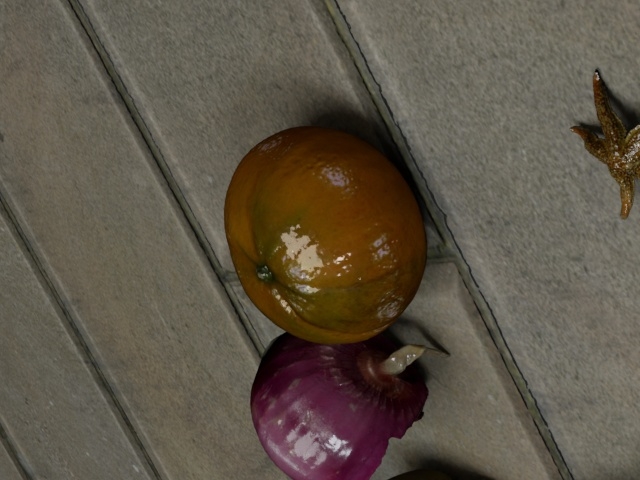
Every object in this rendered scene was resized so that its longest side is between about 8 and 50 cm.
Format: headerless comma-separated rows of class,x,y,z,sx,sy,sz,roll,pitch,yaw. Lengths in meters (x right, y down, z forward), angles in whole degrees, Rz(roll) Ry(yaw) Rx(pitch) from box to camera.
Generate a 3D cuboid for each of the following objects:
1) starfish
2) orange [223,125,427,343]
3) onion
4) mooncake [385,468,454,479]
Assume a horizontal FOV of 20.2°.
starfish,0.266,-0.086,1.546,0.133,0.041,0.130,54,146,0
orange,0.000,0.000,1.845,0.240,0.171,0.240,33,144,28
onion,0.012,0.175,1.949,0.200,0.207,0.200,22,147,15
mooncake,0.146,0.378,2.037,0.235,0.117,0.235,23,122,44
